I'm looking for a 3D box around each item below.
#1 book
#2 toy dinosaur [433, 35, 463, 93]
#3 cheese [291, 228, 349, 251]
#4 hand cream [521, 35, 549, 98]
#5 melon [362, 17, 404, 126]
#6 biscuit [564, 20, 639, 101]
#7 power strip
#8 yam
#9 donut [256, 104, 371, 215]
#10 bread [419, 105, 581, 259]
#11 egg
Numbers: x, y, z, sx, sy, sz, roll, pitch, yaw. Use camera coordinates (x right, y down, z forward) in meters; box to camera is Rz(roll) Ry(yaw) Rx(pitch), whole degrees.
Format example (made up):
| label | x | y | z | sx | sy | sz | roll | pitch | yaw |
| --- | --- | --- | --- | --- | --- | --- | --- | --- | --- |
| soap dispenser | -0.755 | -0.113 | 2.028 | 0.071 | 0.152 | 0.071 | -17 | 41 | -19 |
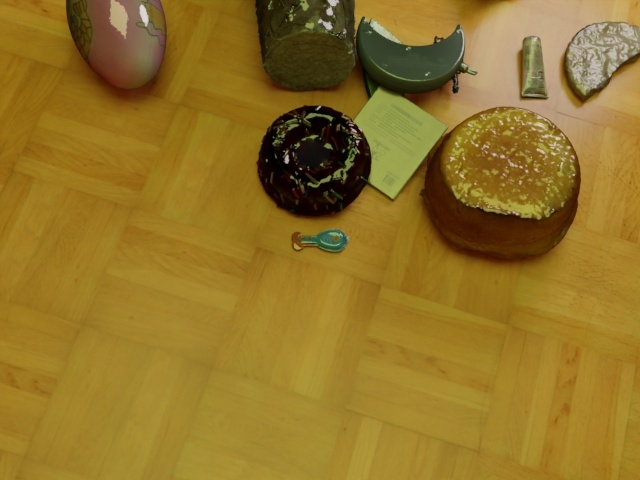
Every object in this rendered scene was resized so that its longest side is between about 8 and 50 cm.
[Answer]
| label | x | y | z | sx | sy | sz | roll | pitch | yaw |
| --- | --- | --- | --- | --- | --- | --- | --- | --- | --- |
| book | 0.136 | -0.201 | 1.824 | 0.168 | 0.013 | 0.192 | 36 | 82 | 11 |
| toy dinosaur | 0.271 | -0.375 | 1.917 | 0.055 | 0.049 | 0.154 | -7 | 62 | -11 |
| cheese | 0.000 | 0.000 | 1.744 | 0.111 | 0.017 | 0.047 | 0 | 63 | -5 |
| hand cream | 0.458 | -0.371 | 1.944 | 0.061 | 0.039 | 0.143 | 5 | 75 | -10 |
| melon | 0.140 | -0.337 | 1.903 | 0.114 | 0.053 | 0.261 | 4 | 69 | -23 |
| biscuit | 0.613 | -0.412 | 1.973 | 0.250 | 0.032 | 0.133 | -38 | 75 | -19 |
| power strip | 0.197 | -0.377 | 1.852 | 0.253 | 0.054 | 0.167 | 6 | 67 | -4 |
| yam | -0.043 | -0.499 | 1.851 | 0.241 | 0.241 | 0.348 | -6 | 70 | -8 |
| donut | -0.016 | -0.163 | 1.765 | 0.235 | 0.089 | 0.235 | -1 | 71 | 4 |
| bread | 0.355 | -0.117 | 1.743 | 0.312 | 0.172 | 0.312 | 1 | 67 | -2 |
| egg | -0.400 | -0.432 | 1.805 | 0.196 | 0.196 | 0.271 | -26 | 67 | -15 |
